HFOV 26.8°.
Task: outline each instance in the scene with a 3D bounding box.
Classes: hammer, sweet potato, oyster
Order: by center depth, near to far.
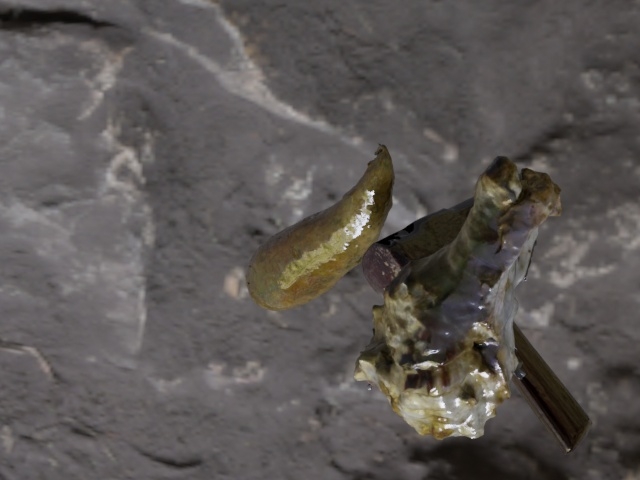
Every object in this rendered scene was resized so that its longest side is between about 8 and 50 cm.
[{"bbox_3d":[0.182,0.070,1.574,0.337,0.198,0.133,-58,178,-1],"label":"oyster"},{"bbox_3d":[0.260,0.124,1.941,0.242,0.095,0.409,-18,62,-39],"label":"hammer"},{"bbox_3d":[0.003,0.003,2.127,0.130,0.423,0.130,18,53,-26],"label":"sweet potato"}]
